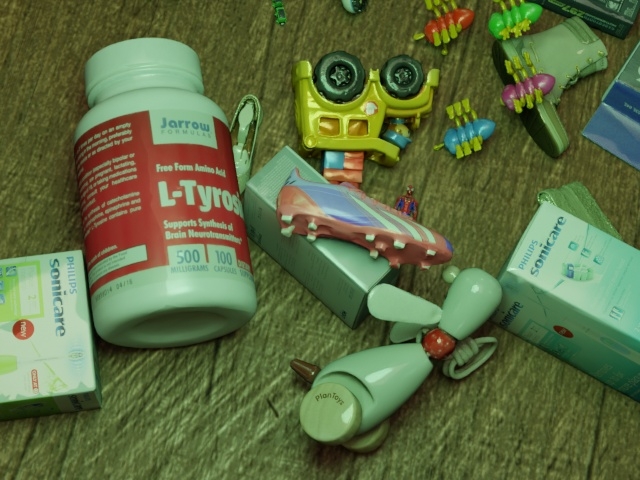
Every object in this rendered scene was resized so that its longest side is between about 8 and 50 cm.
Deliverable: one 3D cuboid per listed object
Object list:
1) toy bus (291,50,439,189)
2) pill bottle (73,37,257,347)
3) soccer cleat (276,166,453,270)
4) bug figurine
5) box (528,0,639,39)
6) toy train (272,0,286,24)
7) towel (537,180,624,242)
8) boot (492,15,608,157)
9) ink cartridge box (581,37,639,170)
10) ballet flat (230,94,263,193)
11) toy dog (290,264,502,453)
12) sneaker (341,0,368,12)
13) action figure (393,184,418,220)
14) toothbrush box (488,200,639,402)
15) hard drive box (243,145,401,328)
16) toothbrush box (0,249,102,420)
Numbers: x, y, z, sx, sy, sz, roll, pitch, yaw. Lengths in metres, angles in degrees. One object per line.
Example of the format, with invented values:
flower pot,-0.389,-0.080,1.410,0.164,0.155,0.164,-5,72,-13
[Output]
toy bus,0.066,-0.170,1.886,0.220,0.149,0.211,1,83,-6
pill bottle,-0.229,-0.069,1.774,0.229,0.229,0.407,-8,71,-7
soccer cleat,0.062,-0.031,1.673,0.248,0.083,0.095,14,64,3
bug figurine,0.254,-0.266,1.921,0.216,0.072,0.279,-18,71,32
box,0.462,-0.469,2.056,0.183,0.059,0.232,23,71,4
toy train,-0.069,-0.388,2.008,0.017,0.024,0.083,-10,72,-8
towel,0.400,-0.023,1.886,0.110,0.027,0.148,-16,66,-41
boot,0.386,-0.247,1.965,0.165,0.077,0.213,-20,72,-13
ink cartridge box,0.621,-0.217,1.974,0.303,0.072,0.307,32,69,7
ballet flat,-0.127,-0.148,1.903,0.057,0.052,0.168,11,70,-1
toy dog,0.087,0.150,1.735,0.334,0.220,0.161,-36,63,-18
sneaker,0.029,-0.474,2.025,0.086,0.085,0.237,-15,74,18
action figure,0.127,-0.032,1.894,0.038,0.030,0.115,11,68,5
toothbrush box,0.397,0.096,1.766,0.295,0.216,0.126,30,71,6
hard drive box,0.000,0.000,1.792,0.232,0.181,0.089,43,72,10
toothbrush box,-0.459,0.142,1.740,0.283,0.122,0.206,-6,71,-8
